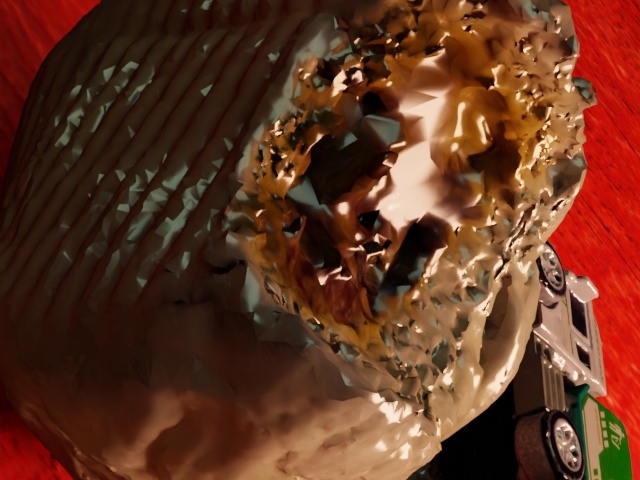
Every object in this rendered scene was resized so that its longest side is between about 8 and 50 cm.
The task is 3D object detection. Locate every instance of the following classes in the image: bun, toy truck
[{"bbox_3d":[-0.012,0.001,0.600,0.205,0.281,0.282,48,36,-39],"label":"bun"},{"bbox_3d":[0.104,0.122,0.735,0.124,0.114,0.253,40,40,-39],"label":"toy truck"}]
